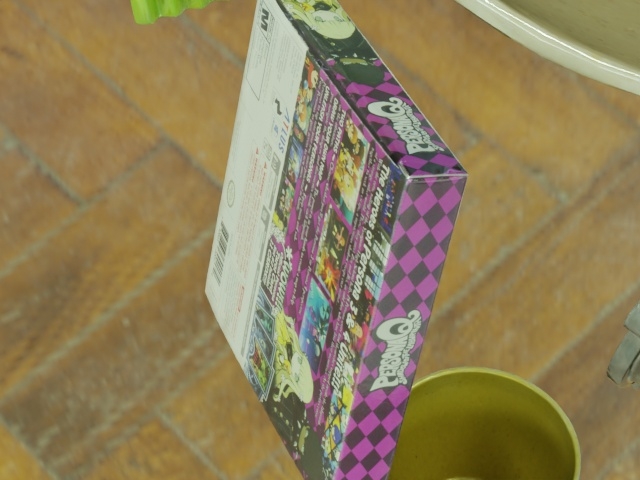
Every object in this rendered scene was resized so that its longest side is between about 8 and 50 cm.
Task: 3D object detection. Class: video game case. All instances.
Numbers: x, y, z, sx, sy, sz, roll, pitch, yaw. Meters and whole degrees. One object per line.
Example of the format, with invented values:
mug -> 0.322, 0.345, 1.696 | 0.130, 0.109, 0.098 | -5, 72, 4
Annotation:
video game case -> 0.000, 0.000, 1.099 | 0.042, 0.232, 0.210 | -5, 37, -23

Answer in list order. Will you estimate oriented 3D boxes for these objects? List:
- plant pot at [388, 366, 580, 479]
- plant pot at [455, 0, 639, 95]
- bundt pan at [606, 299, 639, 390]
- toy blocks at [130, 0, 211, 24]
plant pot -> 0.100, 0.165, 1.307 | 0.134, 0.095, 0.134 | 1, 53, -2
plant pot -> 0.079, -0.187, 0.388 | 0.284, 0.284, 0.191 | -23, 28, -8
bundt pan -> 0.265, -0.030, 0.747 | 0.124, 0.331, 0.331 | 41, 71, 15
toy blocks -> 0.070, -0.254, 1.233 | 0.261, 0.190, 0.381 | 3, 29, 23
